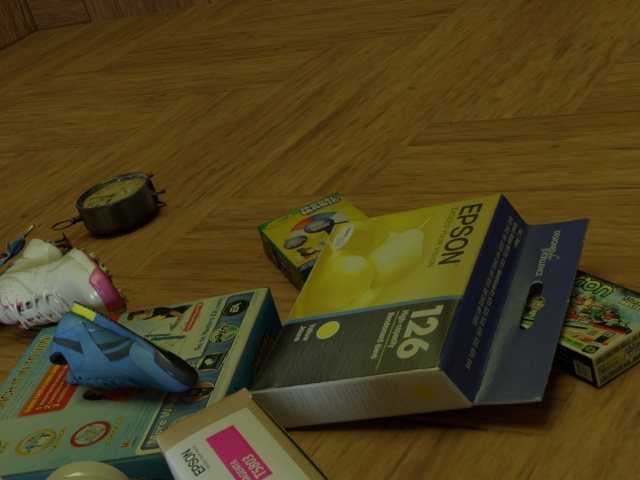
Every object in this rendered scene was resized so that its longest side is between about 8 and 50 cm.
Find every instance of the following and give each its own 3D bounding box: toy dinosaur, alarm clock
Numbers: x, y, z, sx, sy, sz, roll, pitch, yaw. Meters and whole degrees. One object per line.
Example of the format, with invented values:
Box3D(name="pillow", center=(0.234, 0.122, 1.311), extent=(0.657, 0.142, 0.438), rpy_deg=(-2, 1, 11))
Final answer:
Box3D(name="toy dinosaur", center=(-0.437, 0.027, 1.808), extent=(0.082, 0.047, 0.090), rpy_deg=(-32, -7, -8))
Box3D(name="alarm clock", center=(-0.352, -0.052, 1.860), extent=(0.192, 0.064, 0.129), rpy_deg=(-21, 24, -11))

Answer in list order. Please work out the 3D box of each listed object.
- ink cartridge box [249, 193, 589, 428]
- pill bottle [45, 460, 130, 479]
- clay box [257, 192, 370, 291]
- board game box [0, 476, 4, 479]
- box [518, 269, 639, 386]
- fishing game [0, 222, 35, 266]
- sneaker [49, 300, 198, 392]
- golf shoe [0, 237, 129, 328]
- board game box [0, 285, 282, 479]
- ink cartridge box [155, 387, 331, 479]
Box3D(name="ink cartridge box", center=(0.110, 0.065, 1.208), extent=(0.307, 0.072, 0.303), rpy_deg=(-13, 29, 31))
Box3D(name="pill bottle", center=(-0.203, 0.293, 0.915), extent=(0.146, 0.146, 0.264), rpy_deg=(-17, 24, 3))
Box3D(name="clay box", center=(0.000, 0.000, 1.512), extent=(0.127, 0.053, 0.222), rpy_deg=(-23, 25, -12))
Box3D(name="board game box", center=(-0.390, 0.285, 0.951), extent=(0.305, 0.053, 0.193), rpy_deg=(-13, 31, 47))
Box3D(name="box", center=(0.258, 0.079, 1.180), extent=(0.114, 0.036, 0.207), rpy_deg=(-28, 26, -21))
Box3D(name="fishing game", center=(-0.506, 0.057, 1.661), extent=(0.189, 0.041, 0.264), rpy_deg=(-44, 12, 26))
Box3D(name="sneaker", center=(-0.209, 0.131, 1.170), extent=(0.209, 0.069, 0.082), rpy_deg=(19, 76, 41))
Box3D(name="golf shoe", center=(-0.370, 0.080, 1.555), extent=(0.140, 0.115, 0.306), rpy_deg=(-40, 23, -24))
Box3D(name="board game box", center=(-0.213, 0.185, 1.225), extent=(0.302, 0.086, 0.308), rpy_deg=(-11, 25, 16))
Box3D(name="ink cartridge box", center=(-0.023, 0.246, 0.828), extent=(0.088, 0.193, 0.234), rpy_deg=(-25, 24, -16))
